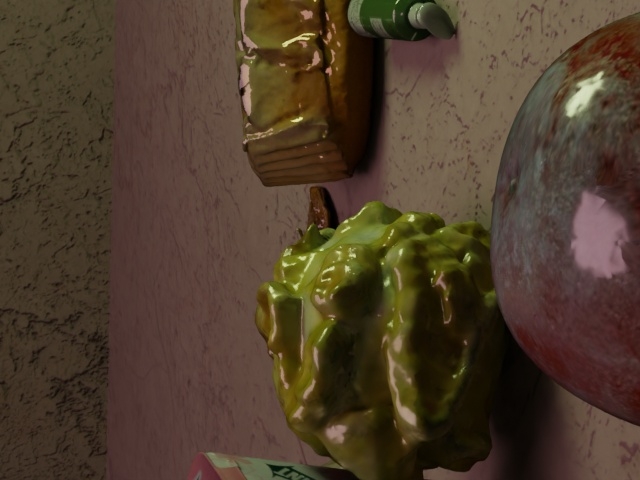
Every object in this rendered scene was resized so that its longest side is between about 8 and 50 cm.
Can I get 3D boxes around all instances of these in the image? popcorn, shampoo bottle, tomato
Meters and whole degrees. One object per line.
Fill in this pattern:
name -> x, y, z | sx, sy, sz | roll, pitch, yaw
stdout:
popcorn -> 0.066, 0.113, 1.694 | 0.312, 0.312, 0.312 | 176, 90, -71
shampoo bottle -> 0.096, -0.267, 1.883 | 0.204, 0.065, 0.065 | -155, 63, -68
tomato -> 0.268, -0.014, 1.119 | 0.317, 0.283, 0.316 | -168, 90, -86

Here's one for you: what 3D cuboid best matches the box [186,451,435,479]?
box -> 0.051, 0.320, 1.665 | 0.190, 0.370, 0.112 | 46, 120, 62

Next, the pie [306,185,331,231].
pie -> 0.000, 0.000, 2.256 | 0.092, 0.034, 0.169 | 156, 115, -72

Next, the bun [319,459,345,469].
bun -> 0.036, 0.365, 2.072 | 0.173, 0.113, 0.166 | 5, 93, 28

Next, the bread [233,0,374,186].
bread -> -0.022, -0.258, 2.089 | 0.236, 0.183, 0.388 | -100, 6, -70
